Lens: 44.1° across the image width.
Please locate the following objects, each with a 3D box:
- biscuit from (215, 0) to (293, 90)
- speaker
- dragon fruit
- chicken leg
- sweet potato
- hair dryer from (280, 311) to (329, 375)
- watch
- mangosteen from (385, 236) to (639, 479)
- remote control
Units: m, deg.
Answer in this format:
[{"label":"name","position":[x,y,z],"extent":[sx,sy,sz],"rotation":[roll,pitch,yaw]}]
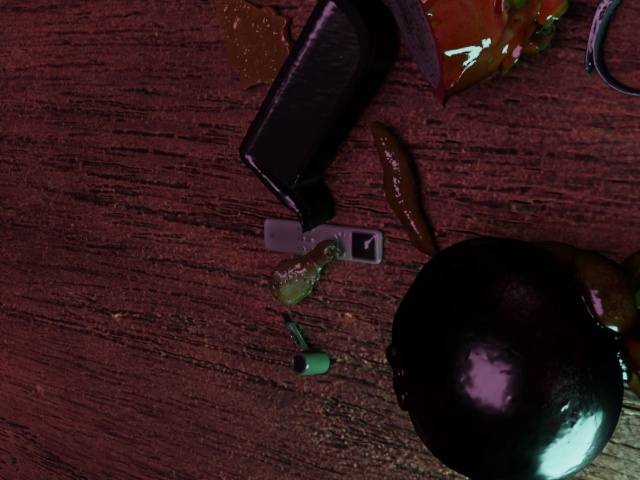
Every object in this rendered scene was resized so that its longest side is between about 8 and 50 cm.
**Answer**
[{"label":"biscuit","position":[-0.122,-0.379,1.511],"extent":[0.162,0.035,0.250],"rotation":[-43,78,25]},{"label":"speaker","position":[0.019,-0.226,1.382],"extent":[0.184,0.180,0.388],"rotation":[38,118,11]},{"label":"dragon fruit","position":[0.226,-0.376,1.178],"extent":[0.226,0.305,0.305],"rotation":[-24,87,4]},{"label":"chicken leg","position":[-0.032,0.058,1.515],"extent":[0.085,0.069,0.198],"rotation":[52,129,4]},{"label":"sweet potato","position":[0.148,-0.084,1.394],"extent":[0.067,0.067,0.273],"rotation":[-19,95,33]},{"label":"hair dryer","position":[-0.045,0.203,1.577],"extent":[0.047,0.071,0.150],"rotation":[-49,57,25]},{"label":"watch","position":[0.486,-0.312,1.137],"extent":[0.193,0.068,0.206],"rotation":[10,107,29]},{"label":"mangosteen","position":[0.320,0.169,1.191],"extent":[0.435,0.382,0.382],"rotation":[-11,95,-1]},{"label":"remote control","position":[0.000,0.000,1.518],"extent":[0.261,0.029,0.067],"rotation":[7,105,30]}]
